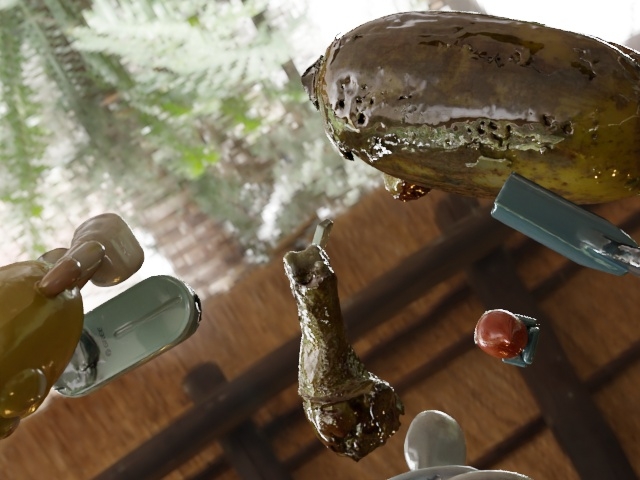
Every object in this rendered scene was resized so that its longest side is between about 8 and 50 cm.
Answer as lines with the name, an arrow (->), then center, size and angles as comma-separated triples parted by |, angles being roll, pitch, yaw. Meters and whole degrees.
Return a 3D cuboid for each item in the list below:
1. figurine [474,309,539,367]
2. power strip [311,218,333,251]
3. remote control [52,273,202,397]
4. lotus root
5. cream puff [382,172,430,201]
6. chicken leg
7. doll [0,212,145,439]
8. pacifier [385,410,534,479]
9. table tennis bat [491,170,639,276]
figurine -> 0.244, 0.127, 1.538 | 0.075, 0.068, 0.140 | 16, 180, 20
power strip -> 0.000, 0.000, 1.945 | 0.027, 0.017, 0.083 | -32, 150, -45
remote control -> -0.273, 0.132, 1.619 | 0.247, 0.104, 0.052 | -29, 161, 15
lotus root -> 0.152, -0.131, 1.121 | 0.398, 0.196, 0.179 | 11, -98, 36
cream puff -> 0.145, -0.132, 1.783 | 0.085, 0.149, 0.149 | 0, -170, -15
chicken leg -> 0.029, 0.201, 1.831 | 0.140, 0.361, 0.211 | -31, -143, -27
doll -> -0.365, 0.113, 1.388 | 0.423, 0.161, 0.348 | -53, -174, -35
pacifier -> 0.170, 0.307, 1.490 | 0.227, 0.279, 0.207 | -43, -141, 30
table tennis bat -> 0.283, 0.035, 0.880 | 0.044, 0.329, 0.215 | -66, 172, 4
